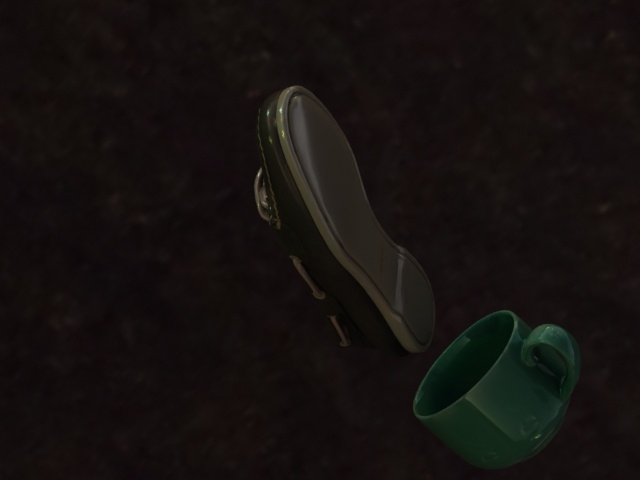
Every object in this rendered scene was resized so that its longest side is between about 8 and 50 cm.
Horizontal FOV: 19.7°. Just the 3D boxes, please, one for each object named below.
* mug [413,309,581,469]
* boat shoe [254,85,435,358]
[{"bbox_3d":[0.166,0.141,1.635,0.097,0.158,0.129,43,77,-14],"label":"mug"},{"bbox_3d":[0.000,0.000,1.548,0.335,0.095,0.112,56,33,-47],"label":"boat shoe"}]
